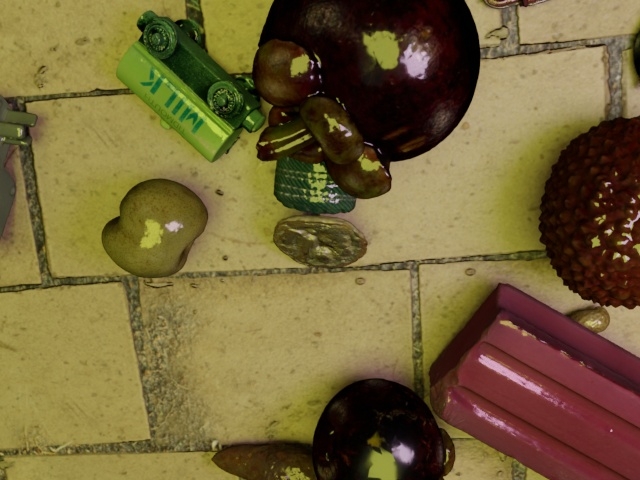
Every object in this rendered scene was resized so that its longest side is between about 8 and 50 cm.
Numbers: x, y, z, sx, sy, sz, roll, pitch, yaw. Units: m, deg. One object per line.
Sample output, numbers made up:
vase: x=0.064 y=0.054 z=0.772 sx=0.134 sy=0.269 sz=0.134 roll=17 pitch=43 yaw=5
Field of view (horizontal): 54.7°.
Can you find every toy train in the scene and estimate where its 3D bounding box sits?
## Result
toy train: x=-0.211 y=-0.239 z=0.992 sx=0.253 sy=0.105 sz=0.157 roll=42 pitch=116 yaw=-2

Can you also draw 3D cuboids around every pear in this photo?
pear: x=-0.266 y=-0.022 z=1.006 sx=0.136 sy=0.167 sz=0.167 roll=34 pitch=103 yaw=1

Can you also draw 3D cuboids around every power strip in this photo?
power strip: x=-0.555 y=-0.111 z=0.995 sx=0.141 sy=0.229 sz=0.261 roll=7 pitch=68 yaw=0

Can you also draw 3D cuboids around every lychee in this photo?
lychee: x=0.450 y=-0.039 z=0.879 sx=0.275 sy=0.304 sz=0.276 roll=22 pitch=124 yaw=37

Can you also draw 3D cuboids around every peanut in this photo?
peanut: x=0.427 y=0.149 z=1.028 sx=0.113 sy=0.054 sz=0.054 roll=-39 pitch=96 yaw=15

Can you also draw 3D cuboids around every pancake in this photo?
pancake: x=0.000 y=0.000 z=1.010 sx=0.158 sy=0.158 sz=0.028 roll=7 pitch=59 yaw=4

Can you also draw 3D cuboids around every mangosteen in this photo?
mangosteen: x=0.049 y=-0.225 z=0.848 sx=0.307 sy=0.307 sz=0.347 roll=37 pitch=76 yaw=-2
mangosteen: x=0.116 y=0.349 z=1.030 sx=0.265 sy=0.228 sz=0.228 roll=17 pitch=105 yaw=-28

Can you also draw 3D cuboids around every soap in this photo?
soap: x=0.375 y=0.255 z=0.988 sx=0.359 sy=0.128 sz=0.233 roll=30 pitch=121 yaw=-1

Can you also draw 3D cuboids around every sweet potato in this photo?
sweet potato: x=-0.030 y=0.433 z=1.114 sx=0.341 sy=0.092 sz=0.114 roll=23 pitch=120 yaw=2

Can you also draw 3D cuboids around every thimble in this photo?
thimble: x=-0.006 y=-0.094 z=0.985 sx=0.135 sy=0.118 sz=0.090 roll=8 pitch=101 yaw=2

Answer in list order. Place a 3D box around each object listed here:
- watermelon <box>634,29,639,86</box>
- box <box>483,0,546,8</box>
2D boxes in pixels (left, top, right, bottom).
watermelon: x=0.568 y=-0.325 z=0.913 sx=0.245 sy=0.063 sz=0.119 roll=-33 pitch=115 yaw=6
box: x=0.296 y=-0.488 z=0.848 sx=0.193 sy=0.167 sz=0.294 roll=-15 pitch=100 yaw=10
